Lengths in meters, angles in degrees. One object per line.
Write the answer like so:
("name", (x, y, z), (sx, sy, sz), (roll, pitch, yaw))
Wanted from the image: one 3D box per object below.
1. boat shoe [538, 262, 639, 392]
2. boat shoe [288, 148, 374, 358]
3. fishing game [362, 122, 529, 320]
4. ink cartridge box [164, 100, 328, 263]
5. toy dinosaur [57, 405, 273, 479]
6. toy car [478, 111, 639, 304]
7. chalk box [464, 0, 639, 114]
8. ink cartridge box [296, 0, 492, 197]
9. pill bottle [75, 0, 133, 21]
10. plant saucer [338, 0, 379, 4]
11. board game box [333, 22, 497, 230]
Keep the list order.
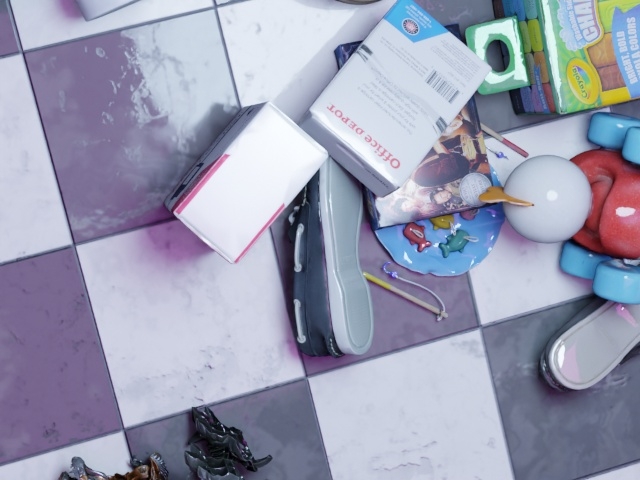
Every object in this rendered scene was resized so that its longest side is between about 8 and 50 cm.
("boat shoe", (0.435, 0.095, 1.882), (0.335, 0.095, 0.112), (-32, 89, -12))
("boat shoe", (0.000, 0.000, 1.766), (0.091, 0.114, 0.303), (-7, 80, 29))
("fishing game", (0.161, -0.042, 1.827), (0.189, 0.041, 0.264), (31, 88, -14))
("ink cartridge box", (-0.097, -0.073, 1.670), (0.100, 0.237, 0.172), (41, 87, -10))
("toy dinosaur", (-0.172, 0.346, 1.767), (0.322, 0.164, 0.218), (22, 106, -31))
("toy car", (0.309, -0.055, 1.764), (0.238, 0.210, 0.219), (7, 104, -15))
("chalk box", (0.335, -0.262, 1.769), (0.289, 0.179, 0.180), (-14, 98, -10))
("ink cartridge box", (0.090, -0.177, 1.707), (0.148, 0.086, 0.203), (40, 75, -5))
("pill bottle", (-0.285, -0.408, 1.639), (0.152, 0.152, 0.272), (-24, 99, -8))
("plant saucer", (0.062, -0.432, 1.703), (0.278, 0.041, 0.278), (-11, 107, -38))
("board game box", (0.123, -0.148, 1.786), (0.165, 0.042, 0.243), (-12, 88, -10))
